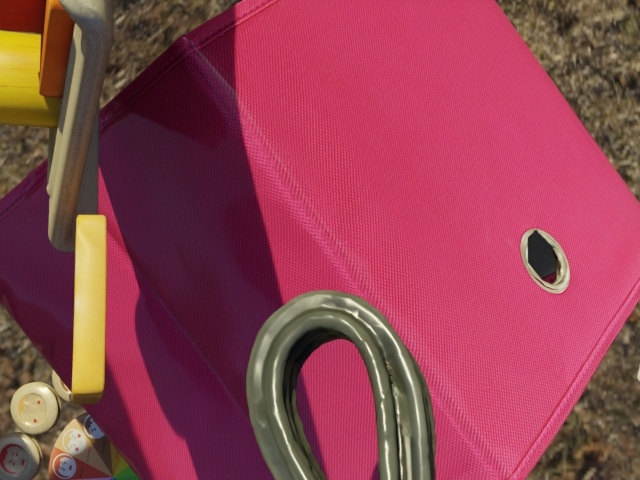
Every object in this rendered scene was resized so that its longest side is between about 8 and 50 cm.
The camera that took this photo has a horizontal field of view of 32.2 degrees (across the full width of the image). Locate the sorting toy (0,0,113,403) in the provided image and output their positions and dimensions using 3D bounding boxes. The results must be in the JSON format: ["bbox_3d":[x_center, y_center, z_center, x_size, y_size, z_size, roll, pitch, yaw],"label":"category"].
[{"bbox_3d":[-0.106,-0.110,0.428,0.047,0.348,0.196,1,157,-13],"label":"sorting toy"}]

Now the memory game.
[{"bbox_3d":[-0.143,0.163,0.764,0.186,0.012,0.186,0,90,14],"label":"memory game"}]

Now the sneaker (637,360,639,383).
[{"bbox_3d":[0.218,0.056,0.634,0.094,0.080,0.212,-47,153,-5],"label":"sneaker"}]

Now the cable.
[{"bbox_3d":[0.048,0.154,0.386,0.139,0.287,0.072,-42,149,5],"label":"cable"}]

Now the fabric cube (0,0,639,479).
[{"bbox_3d":[0.000,0.000,0.658,0.259,0.254,0.258,-30,99,43],"label":"fabric cube"}]
